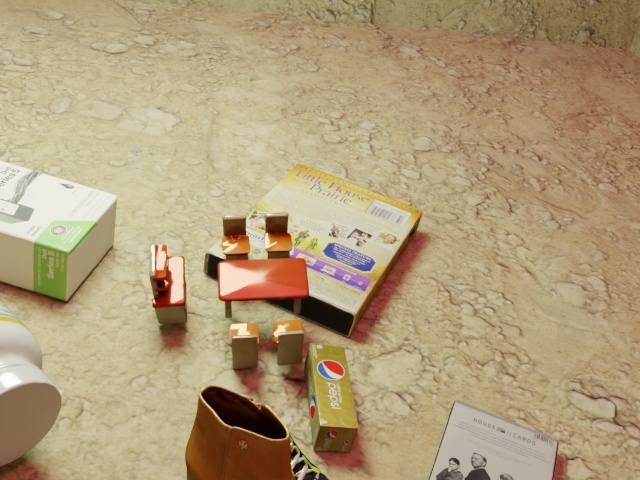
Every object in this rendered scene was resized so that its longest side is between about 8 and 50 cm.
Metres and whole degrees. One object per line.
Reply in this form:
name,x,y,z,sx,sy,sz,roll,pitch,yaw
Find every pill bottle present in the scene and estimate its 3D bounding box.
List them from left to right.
pill bottle,-0.510,0.152,1.138,0.334,0.187,0.188,37,40,30

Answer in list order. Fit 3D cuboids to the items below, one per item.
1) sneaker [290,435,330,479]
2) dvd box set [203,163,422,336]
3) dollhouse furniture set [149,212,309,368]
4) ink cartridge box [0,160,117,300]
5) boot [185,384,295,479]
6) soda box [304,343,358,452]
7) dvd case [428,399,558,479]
sneaker,-0.067,0.306,1.155,0.235,0.097,0.084,28,37,20
dvd box set,0.000,0.000,1.653,0.308,0.062,0.420,22,35,12
dollhouse furniture set,-0.150,0.068,1.380,0.259,0.135,0.262,-3,51,-7
ink cartridge box,-0.527,-0.026,1.452,0.273,0.114,0.198,16,34,4
boot,-0.055,0.323,1.033,0.295,0.211,0.104,30,38,22
soda box,0.015,0.247,1.306,0.061,0.058,0.181,7,35,-11
dvd case,0.263,0.359,1.260,0.179,0.029,0.238,21,34,10
